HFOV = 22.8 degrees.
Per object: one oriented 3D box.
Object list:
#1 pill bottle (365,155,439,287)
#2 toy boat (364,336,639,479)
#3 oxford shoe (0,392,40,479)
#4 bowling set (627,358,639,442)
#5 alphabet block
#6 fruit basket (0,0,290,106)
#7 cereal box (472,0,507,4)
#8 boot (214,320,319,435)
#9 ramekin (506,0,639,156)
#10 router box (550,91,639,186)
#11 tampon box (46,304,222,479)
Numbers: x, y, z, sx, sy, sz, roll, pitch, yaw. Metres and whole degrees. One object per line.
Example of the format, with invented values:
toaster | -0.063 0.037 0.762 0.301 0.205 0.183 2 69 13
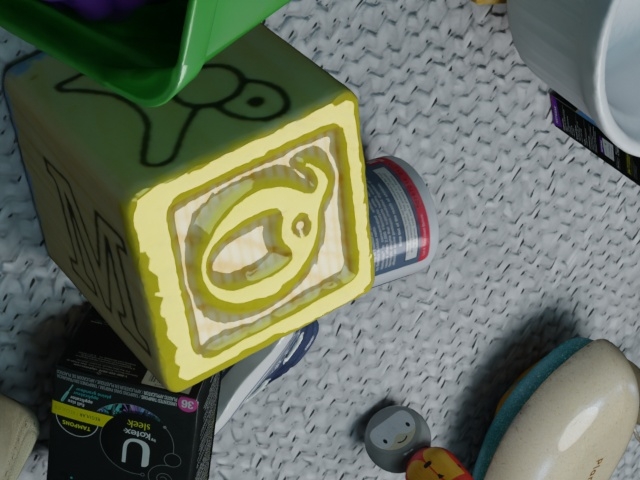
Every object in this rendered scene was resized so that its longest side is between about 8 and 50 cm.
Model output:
pill bottle | 0.000 0.000 1.346 0.180 0.108 0.108 -18 130 -29
toy boat | 0.192 0.209 1.649 0.318 0.148 0.267 -7 129 -45
oxford shoe | -0.348 0.288 1.257 0.146 0.140 0.397 18 110 -52
bowling set | 0.459 0.105 1.761 0.200 0.154 0.287 14 111 -44
alphabet block | -0.095 -0.043 1.171 0.192 0.197 0.193 -28 134 -20
fruit basket | -0.168 -0.283 0.912 0.392 0.283 0.392 -39 146 -34
cereal box | 0.210 -0.318 1.327 0.173 0.047 0.240 -8 124 -35
boot | -0.079 0.130 1.411 0.190 0.069 0.086 -44 157 11
ramekin | 0.286 -0.220 1.326 0.277 0.135 0.277 -24 134 -28
router box | 0.328 -0.134 1.495 0.179 0.133 0.046 -31 135 -18
tampon box | -0.152 0.152 1.300 0.120 0.101 0.161 12 121 5
